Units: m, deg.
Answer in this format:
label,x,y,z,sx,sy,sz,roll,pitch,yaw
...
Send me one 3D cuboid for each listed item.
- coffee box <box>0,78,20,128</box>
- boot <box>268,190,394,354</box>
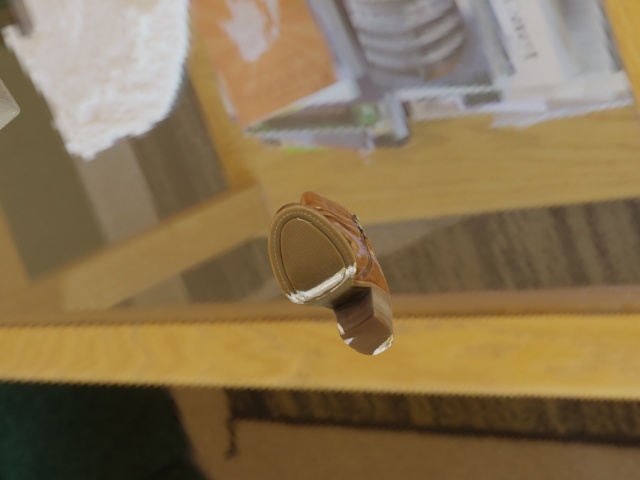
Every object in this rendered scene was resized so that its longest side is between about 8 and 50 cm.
label,x,y,z,sx,sy,sz,roll,pitch,yaw
coffee box,-0.360,-0.104,1.136,0.168,0.297,0.119,-38,75,10
boot,0.000,0.000,1.536,0.197,0.073,0.152,57,-167,-40
